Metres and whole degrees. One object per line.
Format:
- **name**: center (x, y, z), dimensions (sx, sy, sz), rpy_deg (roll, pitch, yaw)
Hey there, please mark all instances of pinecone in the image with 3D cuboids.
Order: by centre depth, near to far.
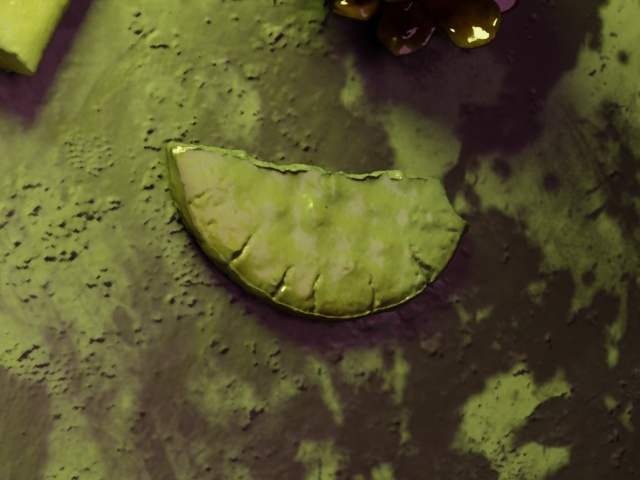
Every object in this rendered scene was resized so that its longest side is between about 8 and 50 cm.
- **pinecone**: center (0.078, -0.279, 1.380), dimensions (0.229, 0.201, 0.202), rpy_deg (14, 52, 8)

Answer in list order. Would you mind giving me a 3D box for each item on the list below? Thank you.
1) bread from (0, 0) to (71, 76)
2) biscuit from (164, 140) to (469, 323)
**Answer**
- **bread**: center (-0.251, -0.239, 1.309), dimensions (0.139, 0.060, 0.178), rpy_deg (32, 75, -19)
- **biscuit**: center (0.001, 0.000, 1.408), dimensions (0.290, 0.038, 0.141), rpy_deg (8, 83, -22)
